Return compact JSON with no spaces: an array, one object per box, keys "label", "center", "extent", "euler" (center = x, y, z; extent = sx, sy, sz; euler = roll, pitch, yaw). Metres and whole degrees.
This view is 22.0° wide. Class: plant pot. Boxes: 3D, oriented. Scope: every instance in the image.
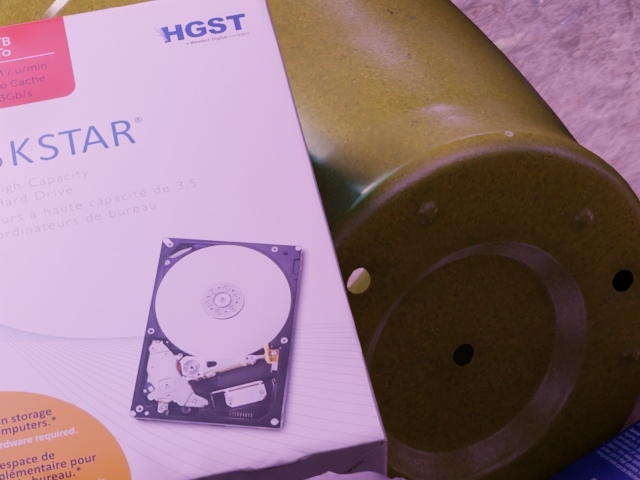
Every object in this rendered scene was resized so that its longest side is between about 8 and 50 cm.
[{"label":"plant pot","center":[0.000,0.000,0.947],"extent":[0.366,0.366,0.353],"euler":[-32,34,-13]}]

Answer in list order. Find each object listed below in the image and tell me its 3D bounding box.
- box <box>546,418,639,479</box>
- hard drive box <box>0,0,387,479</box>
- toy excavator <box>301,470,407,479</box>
[{"label":"box","center":[0.152,0.145,0.791],"extent":[0.225,0.036,0.136],"euler":[-32,22,-9]},{"label":"hard drive box","center":[-0.086,0.020,0.685],"extent":[0.181,0.089,0.232],"euler":[-12,57,-7]},{"label":"toy excavator","center":[-0.122,0.265,0.482],"extent":[0.445,0.222,0.433],"euler":[-27,24,-19]}]
